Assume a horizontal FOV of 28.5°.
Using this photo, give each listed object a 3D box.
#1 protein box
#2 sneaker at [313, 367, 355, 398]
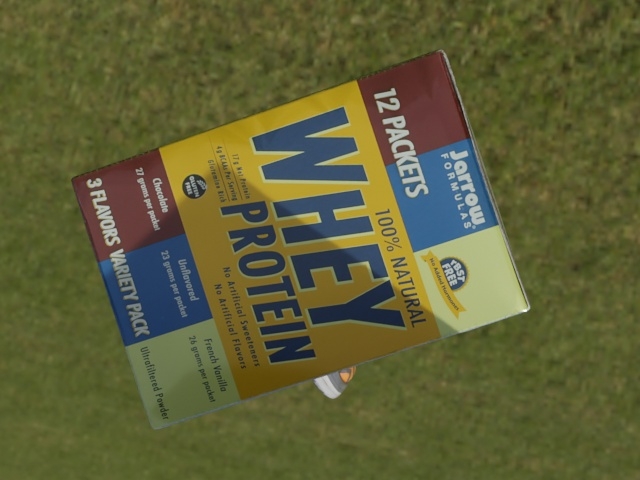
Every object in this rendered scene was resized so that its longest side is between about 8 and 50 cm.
[{"bbox_3d":[0.000,0.000,0.711,0.200,0.136,0.201,-18,178,7],"label":"protein box"},{"bbox_3d":[0.041,0.067,1.386,0.180,0.124,0.321,-34,163,-3],"label":"sneaker"}]
